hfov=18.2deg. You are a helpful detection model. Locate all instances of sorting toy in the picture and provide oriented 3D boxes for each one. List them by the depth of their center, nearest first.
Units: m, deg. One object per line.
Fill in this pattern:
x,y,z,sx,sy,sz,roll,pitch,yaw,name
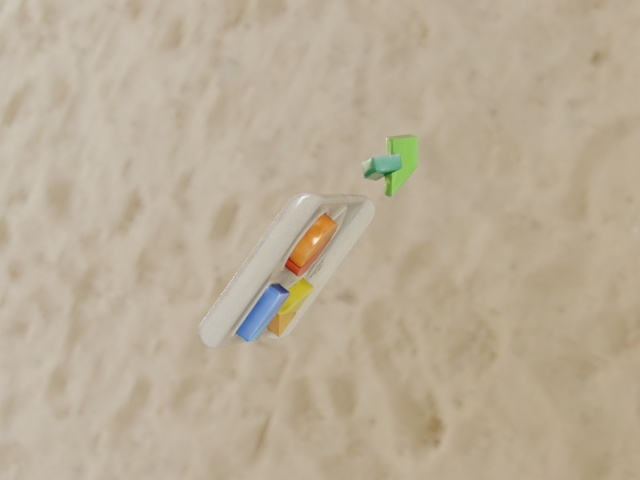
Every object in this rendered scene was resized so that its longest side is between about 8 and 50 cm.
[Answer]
0.000,0.000,0.611,0.012,0.062,0.083,40,102,17,sorting toy
